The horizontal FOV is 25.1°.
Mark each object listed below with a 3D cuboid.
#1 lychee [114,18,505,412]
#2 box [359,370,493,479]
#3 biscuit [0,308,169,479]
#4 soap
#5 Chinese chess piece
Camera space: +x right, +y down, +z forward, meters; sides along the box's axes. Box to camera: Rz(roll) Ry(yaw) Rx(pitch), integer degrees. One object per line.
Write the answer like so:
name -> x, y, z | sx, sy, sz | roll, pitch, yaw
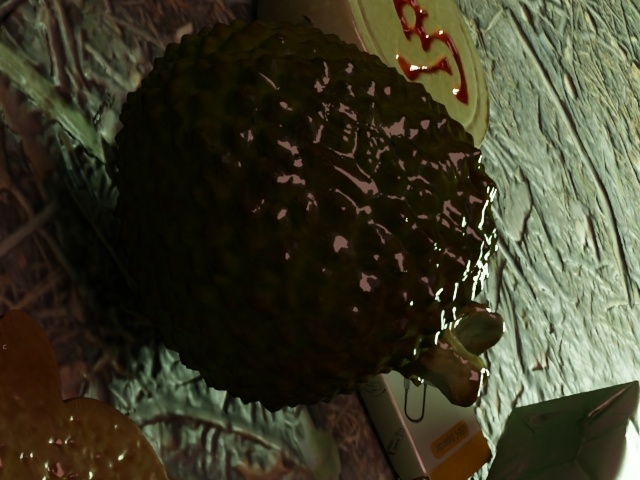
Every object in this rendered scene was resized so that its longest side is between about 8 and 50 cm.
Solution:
lychee -> -0.006, -0.009, 1.002 | 0.270, 0.270, 0.320 | -56, 141, -55
box -> 0.066, 0.100, 1.250 | 0.129, 0.033, 0.247 | -21, 87, -60
biscuit -> -0.178, 0.148, 0.840 | 0.289, 0.044, 0.202 | 51, 33, -19
soap -> 0.240, 0.259, 1.272 | 0.199, 0.138, 0.182 | 65, 29, -20
Chinese chess piece -> 0.054, -0.175, 1.358 | 0.273, 0.102, 0.273 | 35, 42, -39
